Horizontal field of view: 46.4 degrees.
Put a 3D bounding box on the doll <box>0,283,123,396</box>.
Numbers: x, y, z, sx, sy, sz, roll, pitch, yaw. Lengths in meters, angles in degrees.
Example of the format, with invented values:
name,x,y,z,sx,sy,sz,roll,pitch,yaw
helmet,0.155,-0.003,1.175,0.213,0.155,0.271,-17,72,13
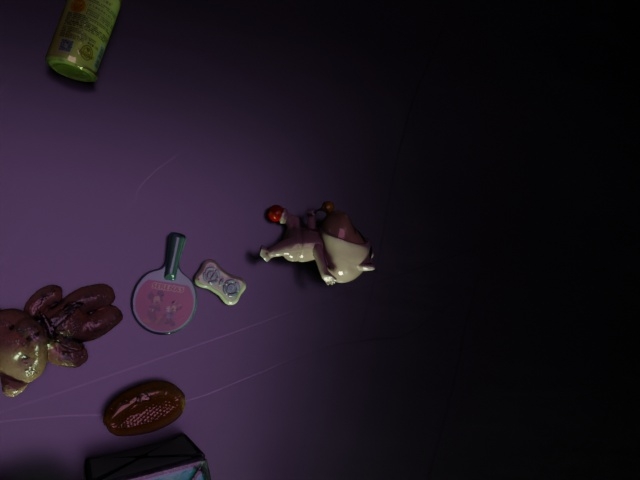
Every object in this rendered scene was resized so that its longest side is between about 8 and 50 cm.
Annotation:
name,x,y,z,sx,sy,sz,roll,pitch,yaw
doll,-0.577,0.190,1.622,0.303,0.156,0.201,-26,92,-24

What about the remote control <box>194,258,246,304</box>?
name,x,y,z,sx,sy,sz,roll,pitch,yaw
remote control,-0.243,0.101,1.809,0.122,0.032,0.074,33,75,-13

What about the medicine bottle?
name,x,y,z,sx,sy,sz,roll,pitch,yaw
medicine bottle,-0.541,-0.495,1.720,0.124,0.124,0.239,18,78,-17

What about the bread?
name,x,y,z,sx,sy,sz,roll,pitch,yaw
bread,-0.402,0.382,1.703,0.189,0.077,0.114,-13,109,-21

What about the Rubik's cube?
name,x,y,z,sx,sy,sz,roll,pitch,yaw
Rubik's cube,-0.365,0.584,1.598,0.259,0.255,0.260,-12,89,-21

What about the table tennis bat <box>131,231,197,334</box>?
name,x,y,z,sx,sy,sz,roll,pitch,yaw
table tennis bat,-0.361,0.102,1.768,0.152,0.040,0.244,12,85,-17

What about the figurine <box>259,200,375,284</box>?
name,x,y,z,sx,sy,sz,roll,pitch,yaw
figurine,0.000,0.000,1.839,0.287,0.176,0.186,14,105,-3
